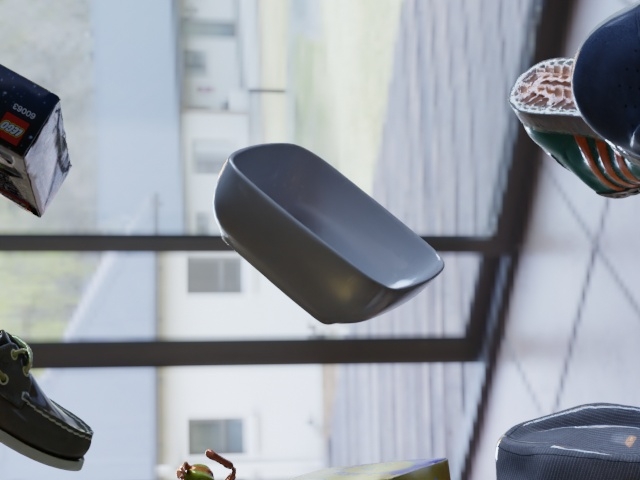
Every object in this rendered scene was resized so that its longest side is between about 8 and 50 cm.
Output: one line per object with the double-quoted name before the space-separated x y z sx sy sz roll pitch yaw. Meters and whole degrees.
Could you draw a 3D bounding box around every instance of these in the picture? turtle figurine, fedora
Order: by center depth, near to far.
"fedora" 0.261 0.235 1.452 0.275 0.244 0.124 -3 104 43
"turtle figurine" -0.168 0.343 1.748 0.269 0.087 0.217 108 -179 -68

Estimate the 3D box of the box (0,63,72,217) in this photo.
"box" -0.267 -0.104 0.923 0.044 0.233 0.159 -61 0 -14

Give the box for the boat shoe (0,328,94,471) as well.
"boat shoe" -0.337 0.122 1.463 0.091 0.305 0.109 -56 24 -4

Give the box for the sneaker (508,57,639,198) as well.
"sneaker" 0.318 -0.097 1.476 0.302 0.108 0.121 29 162 54

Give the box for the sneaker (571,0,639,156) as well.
"sneaker" 0.270 -0.079 0.894 0.350 0.148 0.131 12 114 46

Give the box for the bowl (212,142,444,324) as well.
"bowl" 0.000 0.000 0.954 0.053 0.142 0.142 -54 -12 19

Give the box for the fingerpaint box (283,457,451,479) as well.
"fingerpaint box" 0.000 0.417 1.426 0.445 0.163 0.371 1 -99 -65
